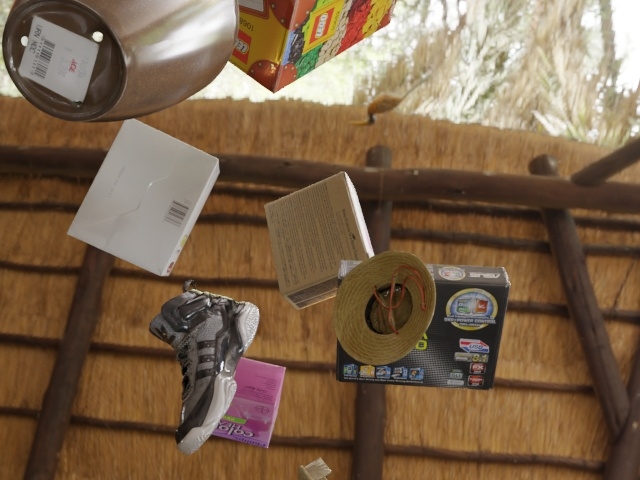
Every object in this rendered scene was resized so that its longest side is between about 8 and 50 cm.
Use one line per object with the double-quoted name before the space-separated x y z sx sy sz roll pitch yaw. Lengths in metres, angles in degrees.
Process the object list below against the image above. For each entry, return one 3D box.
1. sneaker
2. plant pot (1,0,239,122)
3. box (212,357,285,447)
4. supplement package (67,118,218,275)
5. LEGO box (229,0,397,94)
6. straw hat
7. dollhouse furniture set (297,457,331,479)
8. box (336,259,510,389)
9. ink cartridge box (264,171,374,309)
"sneaker" -0.200 0.180 1.005 0.153 0.101 0.268 29 -134 -12
"plant pot" -0.208 -0.205 0.655 0.216 0.215 0.230 3 -150 3
"box" -0.218 0.418 1.746 0.214 0.242 0.117 14 -132 2
"supplement package" -0.354 -0.083 1.370 0.204 0.261 0.145 26 174 -6
"LEGO box" -0.137 -0.531 1.171 0.500 0.193 0.372 38 -129 14
"straw hat" 0.091 0.086 0.813 0.145 0.144 0.061 28 -177 39
"dollhouse furniture set" 0.007 0.497 1.121 0.101 0.160 0.182 -23 -134 -29
"box" 0.162 0.143 1.109 0.270 0.216 0.060 3 -151 3
"ink cartridge box" 0.000 0.000 1.372 0.193 0.088 0.234 -21 -125 12
